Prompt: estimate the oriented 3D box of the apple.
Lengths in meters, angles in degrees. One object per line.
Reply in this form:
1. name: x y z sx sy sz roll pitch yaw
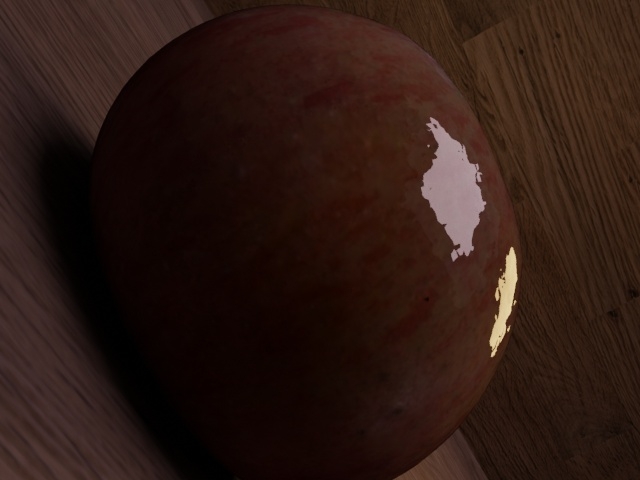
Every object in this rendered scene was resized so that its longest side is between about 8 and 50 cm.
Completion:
1. apple: 0.000 0.000 0.653 0.345 0.269 0.345 60 5 -10
